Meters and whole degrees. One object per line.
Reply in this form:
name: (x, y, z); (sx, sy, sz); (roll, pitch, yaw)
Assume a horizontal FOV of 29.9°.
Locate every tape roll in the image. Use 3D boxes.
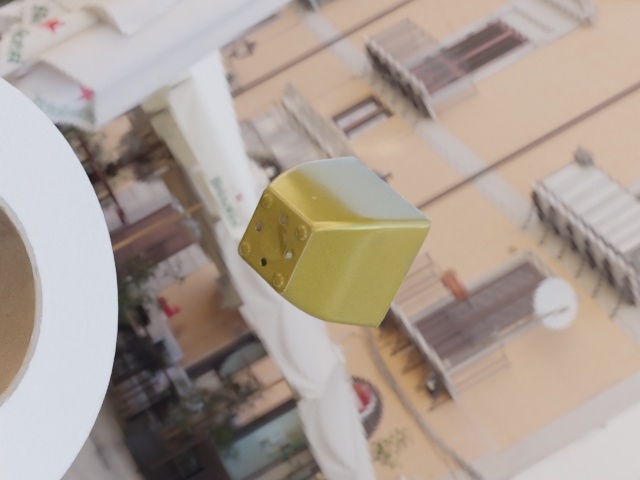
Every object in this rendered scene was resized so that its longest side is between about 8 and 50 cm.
tape roll: (-0.317, 0.046, 0.931); (0.072, 0.392, 0.392); (-5, -56, 35)

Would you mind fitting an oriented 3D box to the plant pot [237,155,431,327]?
plant pot: (0.000, 0.000, 0.728); (0.083, 0.081, 0.081); (1, 32, -48)
